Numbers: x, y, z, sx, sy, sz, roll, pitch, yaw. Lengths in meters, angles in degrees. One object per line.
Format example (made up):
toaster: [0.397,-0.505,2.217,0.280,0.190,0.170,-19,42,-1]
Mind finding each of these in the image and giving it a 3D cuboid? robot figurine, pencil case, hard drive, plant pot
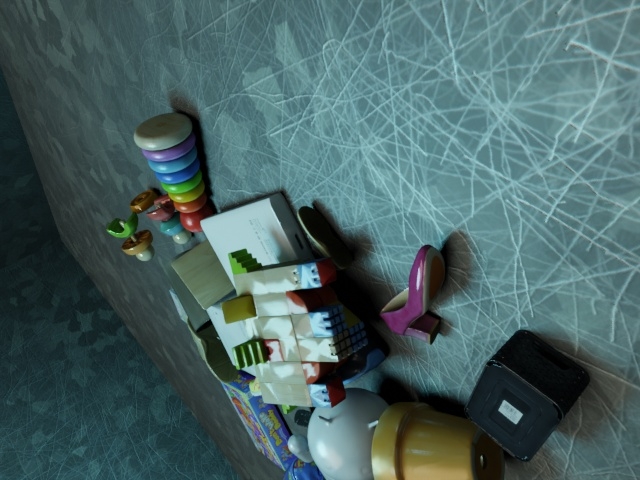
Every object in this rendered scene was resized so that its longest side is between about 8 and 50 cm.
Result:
robot figurine: [0.082,0.461,1.167,0.353,0.300,0.199,76,-175,-52]
pencil case: [-0.066,0.869,1.866,0.306,0.133,0.119,108,151,-51]
hard drive: [-0.153,0.023,1.262,0.353,0.047,0.233,-10,110,52]
plant pot: [0.233,0.412,0.980,0.188,0.205,0.205,-17,105,41]

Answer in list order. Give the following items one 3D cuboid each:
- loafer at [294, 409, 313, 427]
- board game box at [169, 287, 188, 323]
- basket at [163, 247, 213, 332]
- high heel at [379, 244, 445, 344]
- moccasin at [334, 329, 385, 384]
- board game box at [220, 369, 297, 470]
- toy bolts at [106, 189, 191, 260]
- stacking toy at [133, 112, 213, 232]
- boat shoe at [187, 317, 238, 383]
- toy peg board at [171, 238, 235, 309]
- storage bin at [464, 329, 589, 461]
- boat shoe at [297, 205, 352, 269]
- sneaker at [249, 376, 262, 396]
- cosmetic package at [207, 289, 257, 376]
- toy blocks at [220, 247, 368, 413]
loafer: [0.000,0.550,1.557,0.170,0.062,0.061,7,163,44]
board game box: [-0.552,0.273,2.087,0.103,0.026,0.154,23,136,43]
basket: [-0.383,0.150,1.628,0.226,0.154,0.204,57,148,7]
high heel: [0.147,0.083,0.888,0.117,0.082,0.244,23,149,29]
moccasin: [0.030,0.284,1.214,0.342,0.138,0.116,-43,74,44]
board game box: [-0.229,0.662,1.933,0.233,0.078,0.347,-2,116,58]
toy bolts: [-0.515,-0.052,1.646,0.229,0.218,0.158,-14,125,24]
stacking toy: [-0.353,-0.154,1.337,0.141,0.141,0.330,29,146,38]
boat shoe: [-0.400,0.402,1.923,0.302,0.109,0.098,52,155,19]
toy peg board: [-0.305,0.090,1.466,0.160,0.161,0.079,52,166,7]
storage bin: [0.312,0.243,0.799,0.122,0.084,0.180,37,145,30]
boat shoe: [0.000,0.000,1.039,0.152,0.056,0.049,53,144,5]
sneaker: [-0.180,0.454,1.697,0.208,0.081,0.094,-26,89,52]
cosmetic package: [-0.184,0.254,1.452,0.225,0.138,0.224,5,122,51]
toy blocks: [-0.029,0.186,1.060,0.261,0.191,0.381,-10,94,40]
